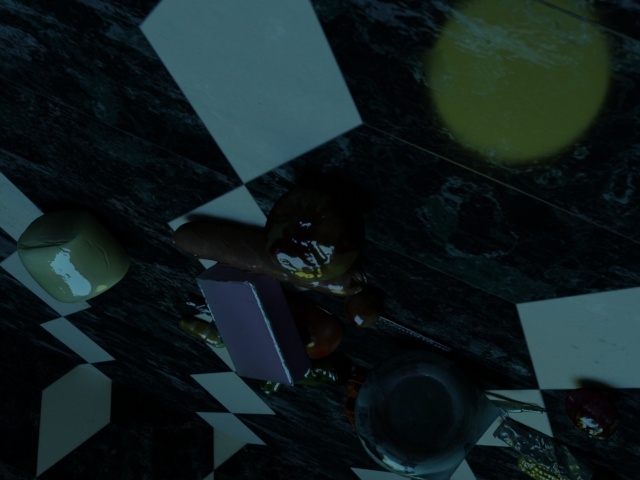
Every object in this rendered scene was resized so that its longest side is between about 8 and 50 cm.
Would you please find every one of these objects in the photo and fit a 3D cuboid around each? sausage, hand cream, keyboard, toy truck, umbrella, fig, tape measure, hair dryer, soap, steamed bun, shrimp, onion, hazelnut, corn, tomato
[{"bbox_3d":[-0.111,0.026,1.589,0.433,0.088,0.088,12,154,27],"label":"sausage"},{"bbox_3d":[0.517,0.488,1.939,0.248,0.052,0.075,26,115,10],"label":"hand cream"},{"bbox_3d":[0.172,0.186,1.729,0.198,0.010,0.063,25,159,2],"label":"keyboard"},{"bbox_3d":[0.127,0.424,2.147,0.107,0.114,0.252,17,157,22],"label":"toy truck"},{"bbox_3d":[-0.269,0.176,2.117,0.144,0.037,0.040,27,144,5],"label":"umbrella"},{"bbox_3d":[0.001,0.011,1.358,0.160,0.143,0.230,-13,146,7],"label":"fig"},{"bbox_3d":[0.205,0.362,1.742,0.275,0.256,0.147,39,167,13],"label":"tape measure"},{"bbox_3d":[0.387,0.369,1.877,0.199,0.067,0.167,7,163,7],"label":"hair dryer"},{"bbox_3d":[-0.138,0.173,1.791,0.181,0.081,0.259,-1,119,43],"label":"soap"},{"bbox_3d":[-0.581,0.038,1.949,0.250,0.154,0.200,-10,130,32],"label":"steamed bun"},{"bbox_3d":[-0.321,0.267,2.354,0.161,0.049,0.166,25,158,7],"label":"shrimp"},{"bbox_3d":[0.505,0.315,1.569,0.107,0.097,0.107,37,-173,-5],"label":"onion"},{"bbox_3d":[0.079,0.127,1.620,0.086,0.086,0.086,21,157,10],"label":"hazelnut"},{"bbox_3d":[0.590,0.561,1.998,0.262,0.097,0.097,26,157,1],"label":"corn"},{"bbox_3d":[-0.061,0.194,1.893,0.225,0.085,0.225,24,159,10],"label":"tomato"}]

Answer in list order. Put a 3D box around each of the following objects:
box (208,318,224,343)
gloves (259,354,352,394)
[{"bbox_3d":[-0.200,0.188,1.979,0.084,0.122,0.069,44,163,-33],"label":"box"},{"bbox_3d":[-0.042,0.324,2.123,0.268,0.107,0.135,-16,145,33],"label":"gloves"}]
